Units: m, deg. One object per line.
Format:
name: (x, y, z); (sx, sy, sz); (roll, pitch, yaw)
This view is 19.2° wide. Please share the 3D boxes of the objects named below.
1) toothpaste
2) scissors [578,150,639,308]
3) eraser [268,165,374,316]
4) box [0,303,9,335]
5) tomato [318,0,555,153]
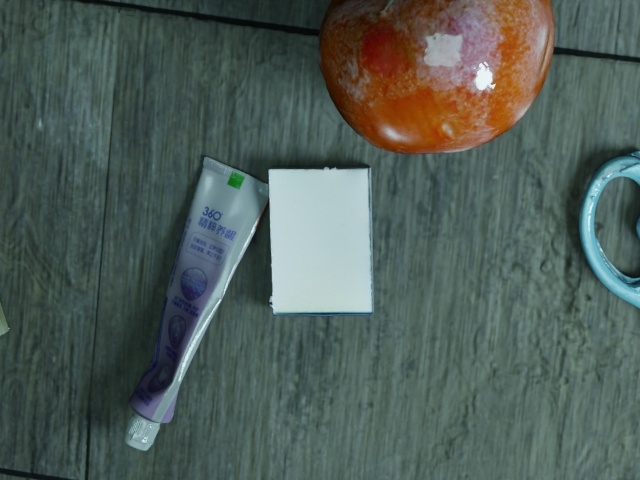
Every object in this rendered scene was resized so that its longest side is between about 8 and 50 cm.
toothpaste: (-0.134, 0.069, 1.910); (0.075, 0.048, 0.301); (25, 97, 33)
scissors: (0.358, 0.095, 1.841); (0.180, 0.032, 0.392); (-8, 98, 11)
eraser: (0.000, 0.000, 1.885); (0.104, 0.023, 0.150); (-1, 99, 5)
box: (-0.373, 0.067, 1.954); (0.079, 0.035, 0.083); (-15, 96, 11)
tomato: (0.112, -0.174, 1.747); (0.232, 0.232, 0.188); (-25, 116, 12)
